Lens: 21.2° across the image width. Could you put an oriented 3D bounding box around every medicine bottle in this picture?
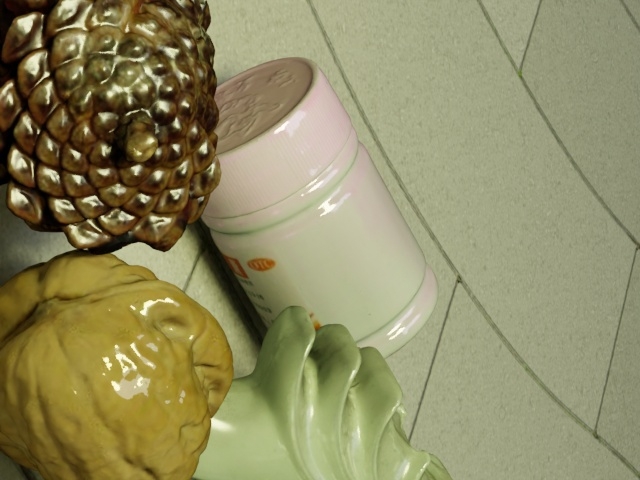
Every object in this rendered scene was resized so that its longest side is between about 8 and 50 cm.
[{"bbox_3d":[-0.018,-0.024,1.916,0.316,0.202,0.202,60,39,-27],"label":"medicine bottle"}]

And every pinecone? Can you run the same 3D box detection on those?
[{"bbox_3d":[-0.220,-0.148,1.581,0.296,0.242,0.298,-95,162,-52],"label":"pinecone"}]

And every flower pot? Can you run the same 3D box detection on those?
[{"bbox_3d":[-0.006,0.246,1.847,0.368,0.254,0.164,62,-1,-27],"label":"flower pot"}]

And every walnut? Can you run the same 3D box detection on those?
[{"bbox_3d":[-0.200,0.133,1.601,0.257,0.257,0.224,45,17,-45],"label":"walnut"}]
